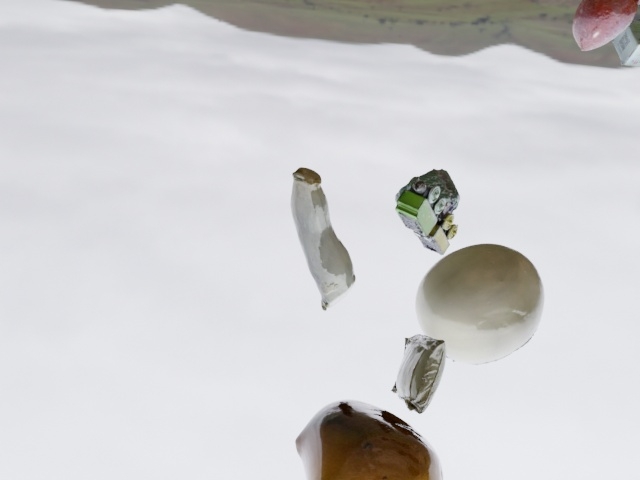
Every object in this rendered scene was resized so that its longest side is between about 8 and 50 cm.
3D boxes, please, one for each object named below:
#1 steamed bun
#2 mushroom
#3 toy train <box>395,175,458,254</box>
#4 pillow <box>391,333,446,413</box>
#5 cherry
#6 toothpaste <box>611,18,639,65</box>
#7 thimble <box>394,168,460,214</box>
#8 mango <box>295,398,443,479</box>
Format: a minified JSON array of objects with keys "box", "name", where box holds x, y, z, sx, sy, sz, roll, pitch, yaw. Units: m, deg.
[{"box":[0.386,0.139,1.779,0.324,0.206,0.324,-23,-151,14],"name":"steamed bun"},{"box":[-0.002,-0.001,1.668,0.097,0.351,0.109,-32,-156,-35],"name":"mushroom"},{"box":[0.190,-0.037,1.280,0.060,0.081,0.202,27,168,33],"name":"toy train"},{"box":[0.158,0.210,1.173,0.053,0.119,0.208,24,176,-1],"name":"pillow"},{"box":[0.510,-0.420,1.216,0.090,0.225,0.107,42,-162,16],"name":"cherry"},{"box":[0.798,-0.414,1.544,0.337,0.067,0.081,0,-121,-12],"name":"toothpaste"},{"box":[0.239,-0.091,1.598,0.118,0.135,0.090,3,-123,-56],"name":"thimble"},{"box":[0.065,0.301,0.931,0.201,0.152,0.287,18,178,-9],"name":"mango"}]
